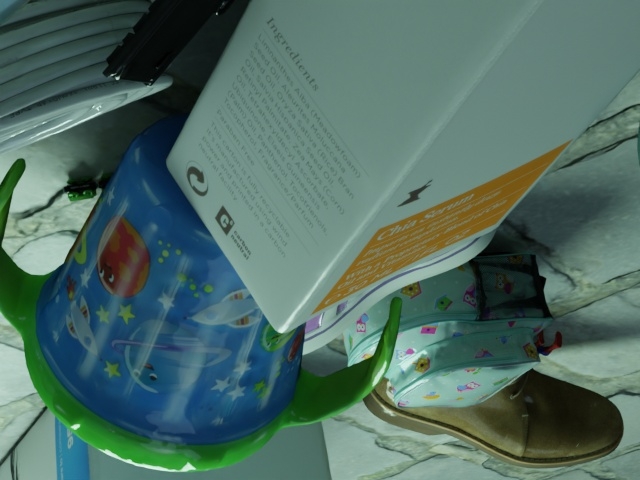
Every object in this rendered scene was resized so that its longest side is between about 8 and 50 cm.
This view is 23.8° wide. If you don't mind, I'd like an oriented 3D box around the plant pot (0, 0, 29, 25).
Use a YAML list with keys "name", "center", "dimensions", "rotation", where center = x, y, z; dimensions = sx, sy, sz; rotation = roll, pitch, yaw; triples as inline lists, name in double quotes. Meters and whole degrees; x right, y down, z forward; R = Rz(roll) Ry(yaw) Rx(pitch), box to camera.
- name: "plant pot"
  center: [-0.191, -0.256, 0.476]
  dimensions: [0.341, 0.334, 0.341]
  rotation: [1, 123, 1]

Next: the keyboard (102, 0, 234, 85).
- name: "keyboard"
  center: [-0.055, -0.163, 0.880]
  dimensions: [0.180, 0.023, 0.108]
  rotation: [-48, 175, 9]

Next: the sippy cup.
- name: "sippy cup"
  center: [-0.099, 0.027, 1.211]
  dimensions: [0.306, 0.240, 0.224]
  rotation: [-5, 138, -33]

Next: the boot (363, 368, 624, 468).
- name: "boot"
  center: [0.206, 0.169, 1.677]
  dimensions: [0.305, 0.112, 0.115]
  rotation: [13, 136, -11]

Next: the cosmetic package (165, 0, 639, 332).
- name: "cosmetic package"
  center: [0.093, -0.141, 0.960]
  dimensions: [0.230, 0.161, 0.453]
  rotation: [-25, 162, -33]

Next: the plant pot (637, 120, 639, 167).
- name: "plant pot"
  center: [0.357, -0.100, 1.114]
  dimensions: [0.272, 0.271, 0.255]
  rotation: [-6, 166, -6]

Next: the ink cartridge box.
- name: "ink cartridge box"
  center: [-0.206, 0.302, 1.759]
  dimensions: [0.286, 0.166, 0.395]
  rotation: [8, 146, -28]

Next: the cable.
- name: "cable"
  center: [-0.223, -0.097, 0.984]
  dimensions: [0.257, 0.089, 0.257]
  rotation: [-19, -174, 30]

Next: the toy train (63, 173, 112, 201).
- name: "toy train"
  center: [-0.175, -0.047, 1.282]
  dimensions: [0.083, 0.017, 0.023]
  rotation: [-9, 162, -3]

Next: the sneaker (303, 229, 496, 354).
- name: "sneaker"
  center: [0.000, -0.001, 1.349]
  dimensions: [0.282, 0.102, 0.161]
  rotation: [-32, 143, 17]

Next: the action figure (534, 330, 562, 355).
- name: "action figure"
  center: [0.232, 0.127, 1.720]
  dimensions: [0.038, 0.030, 0.115]
  rotation: [9, 152, -20]

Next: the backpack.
- name: "backpack"
  center: [0.114, 0.087, 1.491]
  dimensions: [0.188, 0.144, 0.166]
  rotation: [8, 153, -25]
